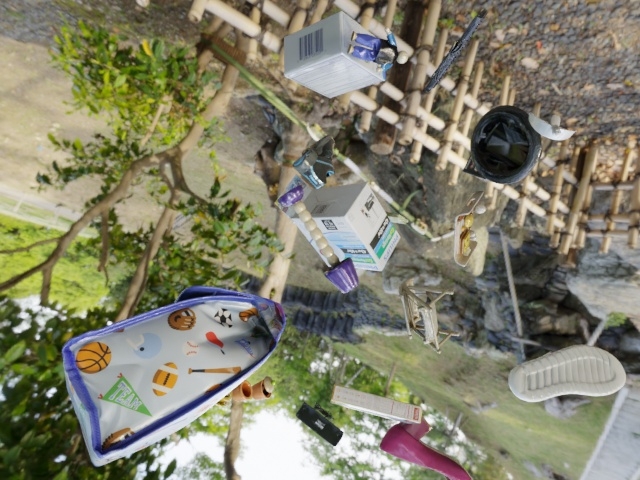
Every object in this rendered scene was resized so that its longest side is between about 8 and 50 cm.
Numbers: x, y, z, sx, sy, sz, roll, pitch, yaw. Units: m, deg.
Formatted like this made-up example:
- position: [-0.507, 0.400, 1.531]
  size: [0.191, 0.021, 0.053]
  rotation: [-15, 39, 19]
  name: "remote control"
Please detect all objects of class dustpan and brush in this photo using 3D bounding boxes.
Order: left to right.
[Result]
- position: [0.701, -0.340, 1.209]
  size: [0.147, 0.211, 0.060]
  rotation: [27, 136, 11]
  name: "dustpan and brush"

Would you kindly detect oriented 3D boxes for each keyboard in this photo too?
- position: [0.007, 0.682, 1.523]
  size: [0.192, 0.100, 0.038]
  rotation: [35, -168, 10]
  name: "keyboard"
- position: [0.473, -0.659, 1.437]
  size: [0.033, 0.201, 0.317]
  rotation: [40, 146, 5]
  name: "keyboard"

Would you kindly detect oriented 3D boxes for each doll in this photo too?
- position: [0.184, -0.588, 1.236]
  size: [0.189, 0.129, 0.046]
  rotation: [11, -161, -14]
  name: "doll"

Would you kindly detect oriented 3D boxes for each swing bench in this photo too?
- position: [0.480, 0.339, 1.867]
  size: [0.255, 0.165, 0.253]
  rotation: [16, 130, 52]
  name: "swing bench"

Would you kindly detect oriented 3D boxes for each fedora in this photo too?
- position: [0.791, -0.393, 1.668]
  size: [0.153, 0.333, 0.334]
  rotation: [-4, -179, -30]
  name: "fedora"

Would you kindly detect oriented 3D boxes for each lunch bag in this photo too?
- position: [-0.291, 0.251, 0.828]
  size: [0.386, 0.238, 0.328]
  rotation: [-18, 164, -36]
  name: "lunch bag"

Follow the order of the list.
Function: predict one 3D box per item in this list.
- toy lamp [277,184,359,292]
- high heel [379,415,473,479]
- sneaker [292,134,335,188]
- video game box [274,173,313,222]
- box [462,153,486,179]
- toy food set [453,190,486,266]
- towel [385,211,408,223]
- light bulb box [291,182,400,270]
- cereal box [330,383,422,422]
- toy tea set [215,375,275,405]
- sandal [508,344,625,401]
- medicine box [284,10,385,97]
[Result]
- position: [0.000, 0.000, 0.959]
  size: [0.274, 0.080, 0.080]
  rotation: [56, 165, -1]
  name: "toy lamp"
- position: [0.369, 0.774, 1.345]
  size: [0.377, 0.181, 0.127]
  rotation: [50, 165, 13]
  name: "high heel"
- position: [-0.005, -0.318, 1.621]
  size: [0.125, 0.340, 0.139]
  rotation: [-29, 108, 33]
  name: "sneaker"
- position: [-0.130, -0.225, 2.176]
  size: [0.187, 0.205, 0.048]
  rotation: [46, -165, 28]
  name: "video game box"
- position: [0.824, -0.414, 1.978]
  size: [0.051, 0.220, 0.175]
  rotation: [17, -165, -30]
  name: "box"
- position: [0.713, -0.055, 1.899]
  size: [0.093, 0.220, 0.306]
  rotation: [14, 131, 32]
  name: "toy food set"
- position: [0.353, -0.116, 2.003]
  size: [0.148, 0.027, 0.110]
  rotation: [10, 168, 40]
  name: "towel"
- position: [0.124, -0.059, 1.912]
  size: [0.358, 0.225, 0.361]
  rotation: [1, 137, 46]
  name: "light bulb box"
- position: [0.149, 0.462, 1.130]
  size: [0.240, 0.047, 0.173]
  rotation: [12, 156, 5]
  name: "cereal box"
- position: [-0.273, 0.503, 1.498]
  size: [0.124, 0.199, 0.336]
  rotation: [-24, 152, 18]
  name: "toy tea set"
- position: [0.838, 0.458, 1.394]
  size: [0.417, 0.169, 0.102]
  rotation: [-3, 159, -7]
  name: "sandal"
- position: [0.055, -0.664, 1.476]
  size: [0.264, 0.149, 0.289]
  rotation: [-2, 179, 39]
  name: "medicine box"
